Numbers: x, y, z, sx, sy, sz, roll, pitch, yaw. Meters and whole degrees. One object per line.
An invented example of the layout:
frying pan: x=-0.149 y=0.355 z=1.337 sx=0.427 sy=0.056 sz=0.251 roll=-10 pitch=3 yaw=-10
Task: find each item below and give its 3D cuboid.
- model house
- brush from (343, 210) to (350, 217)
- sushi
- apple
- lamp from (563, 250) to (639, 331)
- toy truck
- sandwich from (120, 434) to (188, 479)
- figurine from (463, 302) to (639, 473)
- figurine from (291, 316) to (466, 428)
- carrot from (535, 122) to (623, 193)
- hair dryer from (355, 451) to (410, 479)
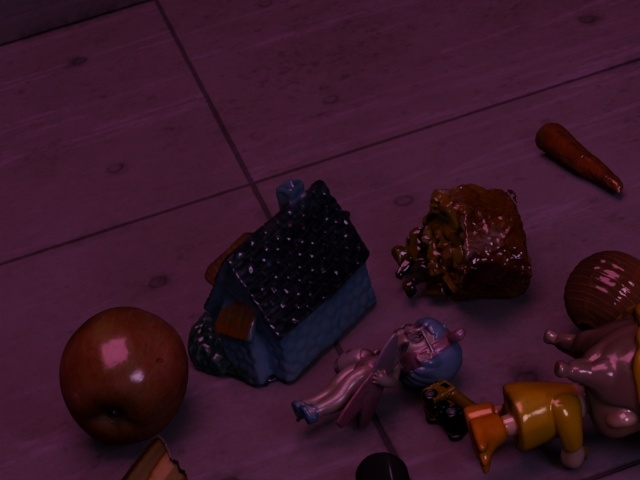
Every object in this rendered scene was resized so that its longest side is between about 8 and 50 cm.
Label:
model house: x=-0.087 y=0.048 z=2.210 sx=0.226 sy=0.241 sz=0.261 roll=17 pitch=43 yaw=35
brush: x=0.000 y=0.000 z=2.454 sx=0.063 sy=0.016 sz=0.193 roll=-3 pitch=33 yaw=18
sushi: x=0.218 y=0.005 z=2.250 sx=0.179 sy=0.166 sz=0.296 roll=1 pitch=38 yaw=-14
apple: x=-0.284 y=0.197 z=2.100 sx=0.188 sy=0.188 sz=0.174 roll=-6 pitch=38 yaw=11
lamp: x=0.413 y=0.080 z=2.070 sx=0.136 sy=0.136 sz=0.136 roll=-10 pitch=32 yaw=6
toy truck: x=0.177 y=0.230 z=2.005 sx=0.054 sy=0.049 sz=0.083 roll=-27 pitch=36 yaw=-23
sandwich: x=-0.257 y=0.365 z=1.871 sx=0.187 sy=0.144 sz=0.117 roll=-24 pitch=31 yaw=-17
figurine: x=0.355 y=0.200 z=1.880 sx=0.344 sy=0.187 sz=0.215 roll=-20 pitch=20 yaw=1
figurine: x=0.079 y=0.197 z=2.069 sx=0.260 sy=0.102 sz=0.205 roll=-27 pitch=-1 yaw=-17
carrot: x=0.449 y=-0.132 z=2.466 sx=0.057 sy=0.057 sz=0.224 roll=-24 pitch=37 yaw=-16
hair dryer: x=0.001 y=0.357 z=1.877 sx=0.248 sy=0.070 sz=0.114 roll=-19 pitch=33 yaw=7
